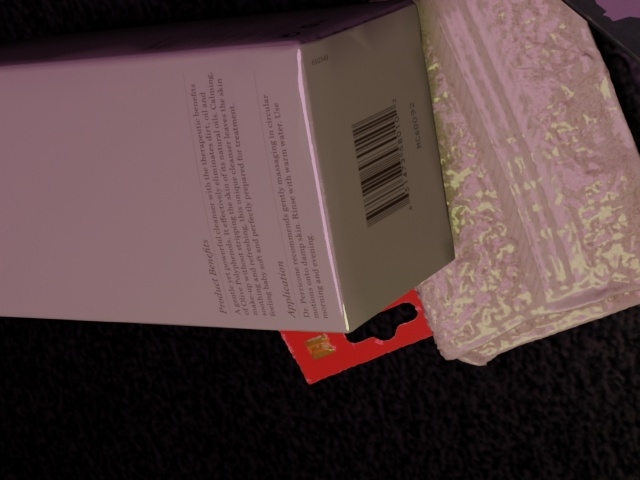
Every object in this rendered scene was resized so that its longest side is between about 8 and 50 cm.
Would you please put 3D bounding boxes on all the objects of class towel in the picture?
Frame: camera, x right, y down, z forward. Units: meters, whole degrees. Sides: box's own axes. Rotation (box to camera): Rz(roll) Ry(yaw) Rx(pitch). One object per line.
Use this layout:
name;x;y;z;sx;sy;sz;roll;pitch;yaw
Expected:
towel;0.128;-0.059;1.025;0.187;0.049;0.282;-22;101;8

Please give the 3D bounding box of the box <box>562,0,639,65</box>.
box;0.135;-0.318;0.811;0.395;0.293;0.212;40;119;2

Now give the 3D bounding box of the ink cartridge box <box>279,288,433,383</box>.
ink cartridge box;0.000;0.000;1.123;0.181;0.056;0.224;-24;98;27

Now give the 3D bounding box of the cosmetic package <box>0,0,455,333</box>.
cosmetic package;-0.110;-0.053;1.013;0.365;0.155;0.197;3;110;34
